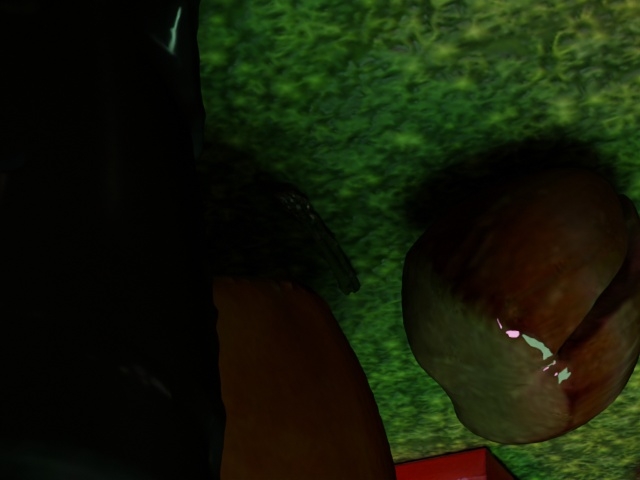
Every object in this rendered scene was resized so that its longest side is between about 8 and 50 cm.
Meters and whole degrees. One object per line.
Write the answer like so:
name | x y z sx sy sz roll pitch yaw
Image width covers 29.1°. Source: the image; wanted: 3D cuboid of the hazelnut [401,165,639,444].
hazelnut | 0.117 0.033 0.677 0.143 0.143 0.154 -8 131 11

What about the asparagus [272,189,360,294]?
asparagus | 0.000 0.000 0.722 0.014 0.015 0.114 20 158 34

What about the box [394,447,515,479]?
box | 0.057 0.240 1.063 0.229 0.050 0.123 -15 143 21

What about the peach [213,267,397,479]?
peach | -0.125 0.173 0.649 0.335 0.310 0.406 -8 172 6

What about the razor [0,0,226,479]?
razor | -0.128 0.001 0.437 0.189 0.326 0.107 1 129 -5
